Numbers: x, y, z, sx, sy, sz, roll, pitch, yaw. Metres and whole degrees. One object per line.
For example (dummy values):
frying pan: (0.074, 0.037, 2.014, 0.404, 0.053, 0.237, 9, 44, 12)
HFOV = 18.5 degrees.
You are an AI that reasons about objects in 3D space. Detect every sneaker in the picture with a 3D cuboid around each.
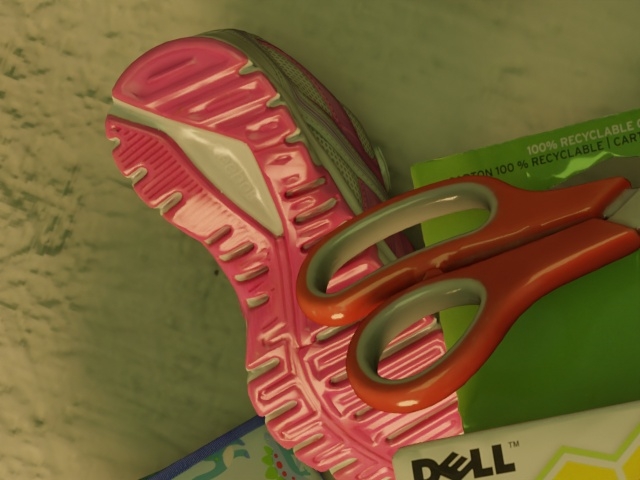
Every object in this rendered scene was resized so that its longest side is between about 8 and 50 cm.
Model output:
sneaker: (0.000, 0.000, 0.921, 0.103, 0.111, 0.252, -21, 110, 18)

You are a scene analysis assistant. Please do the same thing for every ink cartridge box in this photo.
ink cartridge box: (0.126, 0.068, 0.788, 0.189, 0.097, 0.255, -14, 81, 20)

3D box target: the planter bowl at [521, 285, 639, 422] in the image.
planter bowl: (0.155, 0.078, 0.877, 0.217, 0.090, 0.217, -2, 85, 22)

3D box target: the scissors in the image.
scissors: (0.127, -0.021, 0.793, 0.297, 0.021, 0.109, -26, 42, 10)

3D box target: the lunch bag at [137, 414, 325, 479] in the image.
lunch bag: (-0.050, 0.167, 0.937, 0.151, 0.096, 0.129, -30, 86, -20)
